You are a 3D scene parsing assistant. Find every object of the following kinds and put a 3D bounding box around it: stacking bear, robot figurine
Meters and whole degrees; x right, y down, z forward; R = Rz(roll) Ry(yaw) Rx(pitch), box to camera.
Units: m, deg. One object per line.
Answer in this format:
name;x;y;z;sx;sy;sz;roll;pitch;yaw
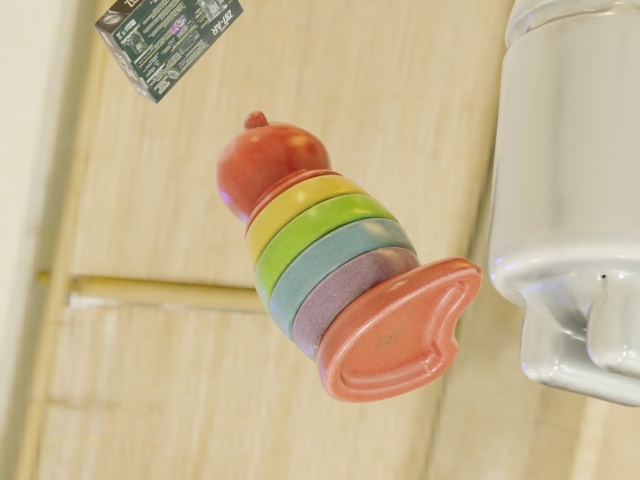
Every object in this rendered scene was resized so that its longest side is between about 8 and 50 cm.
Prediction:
stacking bear;0.000;0.000;1.603;0.289;0.164;0.175;54;150;31
robot figurine;0.222;-0.067;1.167;0.300;0.199;0.354;-16;62;54

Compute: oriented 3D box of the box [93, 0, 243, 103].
box;-0.090;-0.134;1.000;0.018;0.067;0.083;30;73;36
